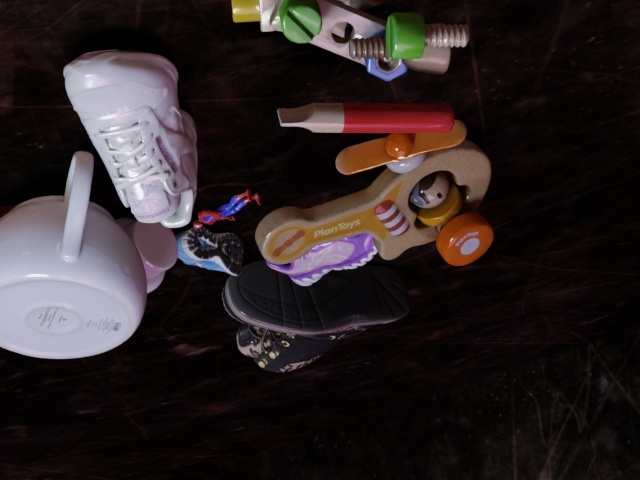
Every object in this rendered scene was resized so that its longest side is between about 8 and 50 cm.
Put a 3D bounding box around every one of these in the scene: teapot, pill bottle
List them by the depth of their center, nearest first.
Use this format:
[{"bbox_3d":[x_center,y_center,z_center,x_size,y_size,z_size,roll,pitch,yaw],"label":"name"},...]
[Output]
[{"bbox_3d":[-0.344,0.024,1.595,0.256,0.187,0.252,-17,144,20],"label":"teapot"},{"bbox_3d":[-0.308,0.041,1.773,0.215,0.117,0.117,-27,155,35],"label":"pill bottle"}]

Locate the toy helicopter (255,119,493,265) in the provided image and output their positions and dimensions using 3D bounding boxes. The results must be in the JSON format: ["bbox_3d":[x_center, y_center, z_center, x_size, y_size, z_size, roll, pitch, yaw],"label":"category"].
[{"bbox_3d":[0.078,-0.056,1.681,0.355,0.140,0.235,-17,139,-17],"label":"toy helicopter"}]

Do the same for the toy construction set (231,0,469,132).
[{"bbox_3d":[-0.025,-0.225,0.990,0.237,0.309,0.257,-2,150,-11],"label":"toy construction set"}]

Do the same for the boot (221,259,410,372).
[{"bbox_3d":[-0.060,0.140,2.160,0.377,0.138,0.284,-2,158,-39],"label":"boot"}]

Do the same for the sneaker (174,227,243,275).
[{"bbox_3d":[-0.179,0.014,1.882,0.073,0.063,0.162,-3,162,32],"label":"sneaker"}]

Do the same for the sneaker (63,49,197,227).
[{"bbox_3d":[-0.197,-0.112,1.377,0.114,0.152,0.305,-12,159,9],"label":"sneaker"}]

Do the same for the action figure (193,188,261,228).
[{"bbox_3d":[-0.142,-0.041,1.776,0.115,0.030,0.038,-21,163,29],"label":"action figure"}]

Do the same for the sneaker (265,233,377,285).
[{"bbox_3d":[0.000,0.000,1.879,0.104,0.095,0.236,17,147,-39],"label":"sneaker"}]

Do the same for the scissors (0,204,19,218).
[{"bbox_3d":[-0.498,-0.032,1.627,0.297,0.021,0.109,9,152,-41],"label":"scissors"}]
